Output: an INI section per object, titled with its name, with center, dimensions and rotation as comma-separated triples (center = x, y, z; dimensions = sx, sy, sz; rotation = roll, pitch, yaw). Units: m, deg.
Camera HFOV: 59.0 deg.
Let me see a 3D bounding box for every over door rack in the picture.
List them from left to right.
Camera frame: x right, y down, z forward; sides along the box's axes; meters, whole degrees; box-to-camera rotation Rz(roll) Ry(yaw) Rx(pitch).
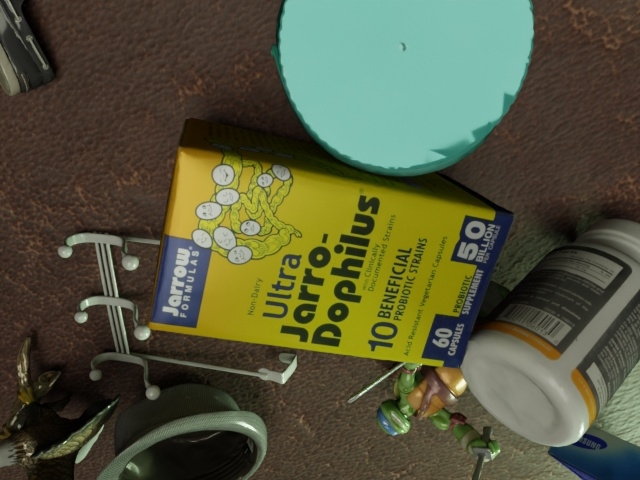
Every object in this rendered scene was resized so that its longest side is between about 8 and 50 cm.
[over door rack]
center = -0.202, 0.109, 0.823
dimensions = 0.324, 0.108, 0.240
rotation = 1, 116, 2

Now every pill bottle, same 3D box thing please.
[pill bottle]
center = 0.314, 0.101, 0.698
dimensions = 0.278, 0.162, 0.162
rotation = -37, 115, -26

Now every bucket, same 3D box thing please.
[bucket]
center = 0.081, -0.212, 0.607
dimensions = 0.281, 0.183, 0.281
rotation = 1, 113, 2

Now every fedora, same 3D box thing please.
[fedora]
center = -0.222, 0.312, 0.882
dimensions = 0.275, 0.124, 0.244
rotation = 0, 126, -31

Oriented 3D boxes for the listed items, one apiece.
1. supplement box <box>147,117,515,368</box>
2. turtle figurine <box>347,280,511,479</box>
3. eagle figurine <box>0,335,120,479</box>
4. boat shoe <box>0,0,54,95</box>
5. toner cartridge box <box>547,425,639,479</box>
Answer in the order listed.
[supplement box]
center = 0.000, 0.000, 0.664
dimensions = 0.356, 0.195, 0.194
rotation = 10, 107, -14
[turtle figurine]
center = 0.203, 0.200, 0.776
dimensions = 0.266, 0.275, 0.198
rotation = -42, 75, -3
[eagle figurine]
center = -0.390, 0.309, 0.809
dimensions = 0.298, 0.225, 0.226
rotation = 17, 132, 44
[boat shoe]
center = -0.386, -0.284, 0.684
dimensions = 0.065, 0.075, 0.206
rotation = -26, 113, -33
[toner cartridge box]
center = 0.503, 0.367, 0.786
dimensions = 0.165, 0.348, 0.075
rotation = 39, 79, -14
